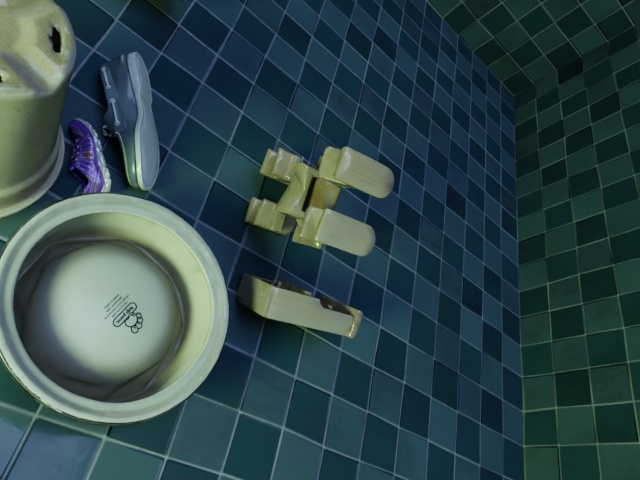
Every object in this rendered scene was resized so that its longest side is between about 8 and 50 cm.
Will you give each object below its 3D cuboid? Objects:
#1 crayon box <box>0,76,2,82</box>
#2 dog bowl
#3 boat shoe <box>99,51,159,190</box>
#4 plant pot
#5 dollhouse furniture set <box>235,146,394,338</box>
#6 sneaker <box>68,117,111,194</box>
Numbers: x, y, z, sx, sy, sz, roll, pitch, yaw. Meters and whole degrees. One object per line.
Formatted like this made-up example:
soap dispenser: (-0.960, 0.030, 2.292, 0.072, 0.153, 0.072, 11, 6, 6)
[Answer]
crayon box: (-0.656, -0.226, 0.863, 0.318, 0.081, 0.203, -17, 84, -46)
dog bowl: (-0.381, 0.126, 0.904, 0.407, 0.150, 0.409, 20, 58, -36)
boat shoe: (-0.429, -0.259, 1.098, 0.098, 0.116, 0.320, -8, 81, 0)
plant pot: (-0.513, -0.231, 0.721, 0.333, 0.305, 0.334, 19, 60, -36)
dollhouse furniture set: (0.000, 0.000, 1.176, 0.256, 0.362, 0.395, 20, 87, -33)
sneaker: (-0.483, -0.169, 1.007, 0.071, 0.068, 0.170, -17, 83, -39)
